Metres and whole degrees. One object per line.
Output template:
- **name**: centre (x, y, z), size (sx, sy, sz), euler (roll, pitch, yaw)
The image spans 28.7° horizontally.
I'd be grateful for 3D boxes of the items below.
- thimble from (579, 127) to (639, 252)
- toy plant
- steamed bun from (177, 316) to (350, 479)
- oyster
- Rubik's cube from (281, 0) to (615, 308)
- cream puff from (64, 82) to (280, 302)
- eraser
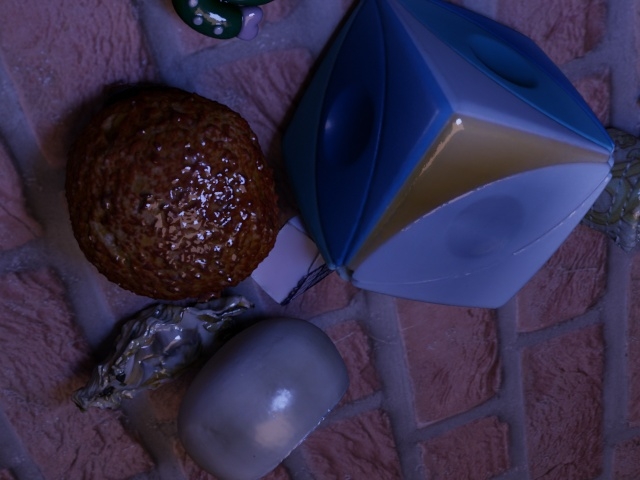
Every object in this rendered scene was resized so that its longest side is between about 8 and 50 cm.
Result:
- **thimble**: centre (0.528, -0.089, 2.202), size (0.137, 0.143, 0.191), euler (-13, 126, -52)
- **toy plant**: centre (-0.119, -0.387, 1.691), size (0.232, 0.113, 0.243), euler (-35, 130, 19)
- **steamed bun**: centre (-0.112, 0.271, 2.211), size (0.206, 0.324, 0.324), euler (45, 111, -2)
- **oyster**: centre (-0.285, 0.181, 2.194), size (0.354, 0.107, 0.201), euler (-30, 158, -11)
- **Rubik's cube**: centre (0.182, -0.133, 1.895), size (0.347, 0.352, 0.352), euler (12, 124, -33)
- **cream puff**: centre (-0.220, -0.052, 1.830), size (0.350, 0.229, 0.351), euler (2, 118, 4)
- **eraser**: centre (0.000, 0.000, 2.020), size (0.130, 0.086, 0.287), euler (-52, 171, 27)
